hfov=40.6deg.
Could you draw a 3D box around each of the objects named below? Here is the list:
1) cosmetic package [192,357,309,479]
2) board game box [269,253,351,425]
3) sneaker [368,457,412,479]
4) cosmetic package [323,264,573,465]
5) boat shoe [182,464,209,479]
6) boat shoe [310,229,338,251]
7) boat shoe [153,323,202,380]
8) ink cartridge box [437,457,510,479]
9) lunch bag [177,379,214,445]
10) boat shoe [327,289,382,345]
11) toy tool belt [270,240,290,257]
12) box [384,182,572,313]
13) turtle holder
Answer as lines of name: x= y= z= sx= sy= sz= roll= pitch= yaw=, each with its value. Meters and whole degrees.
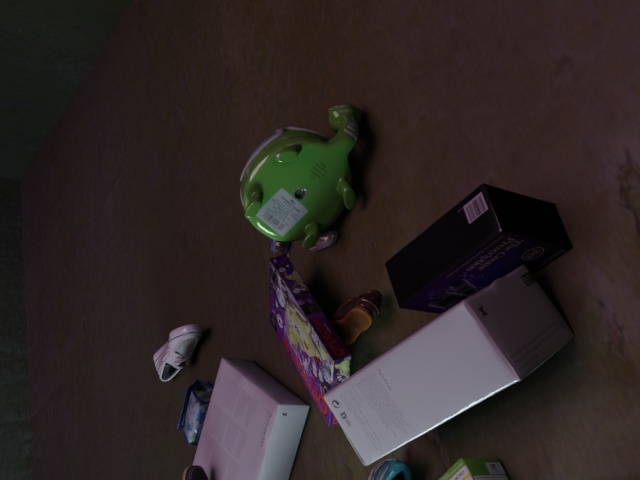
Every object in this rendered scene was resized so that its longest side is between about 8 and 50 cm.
cosmetic package: x=-0.183 y=0.509 z=2.074 sx=0.284 sy=0.097 sz=0.377 roll=28 pitch=104 yaw=55
board game box: x=-0.030 y=0.214 z=1.913 sx=0.347 sy=0.056 sz=0.208 roll=-126 pitch=25 yaw=-45
sneaker: x=0.135 y=0.544 z=1.604 sx=0.110 sy=0.107 sz=0.275 roll=135 pitch=134 yaw=-65
cosmetic package: x=0.211 y=0.216 z=1.484 sx=0.385 sy=0.217 sz=0.156 roll=-40 pitch=78 yaw=42
boat shoe: x=-0.263 y=0.630 z=2.017 sx=0.073 sy=0.080 sz=0.224 roll=-32 pitch=63 yaw=40
boat shoe: x=0.000 y=0.000 z=2.005 sx=0.100 sy=0.035 sz=0.035 roll=-26 pitch=61 yaw=48
boat shoe: x=-0.391 y=0.317 z=2.423 sx=0.258 sy=0.095 sz=0.084 roll=-50 pitch=48 yaw=49
ink cartridge box: x=0.271 y=0.524 z=1.454 sx=0.189 sy=0.097 sz=0.255 roll=-55 pitch=42 yaw=30
lunch bag: x=-0.318 y=0.453 z=2.282 sx=0.151 sy=0.096 sz=0.129 roll=-143 pitch=65 yaw=-66
boat shoe: x=0.069 y=0.166 z=1.847 sx=0.207 sy=0.073 sz=0.073 roll=-37 pitch=16 yaw=54
toy tool belt: x=-0.104 y=0.008 z=2.130 sx=0.052 sy=0.051 sz=0.083 roll=13 pitch=92 yaw=54
box: x=0.270 y=0.026 z=1.508 sx=0.261 sy=0.184 sz=0.103 roll=-43 pitch=52 yaw=40
turtle holder: x=-0.053 y=-0.166 z=1.952 sx=0.227 sy=0.243 sz=0.320 roll=-114 pitch=36 yaw=-61
